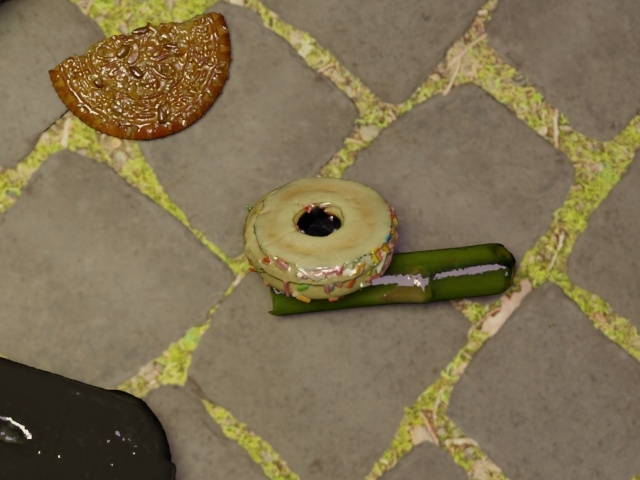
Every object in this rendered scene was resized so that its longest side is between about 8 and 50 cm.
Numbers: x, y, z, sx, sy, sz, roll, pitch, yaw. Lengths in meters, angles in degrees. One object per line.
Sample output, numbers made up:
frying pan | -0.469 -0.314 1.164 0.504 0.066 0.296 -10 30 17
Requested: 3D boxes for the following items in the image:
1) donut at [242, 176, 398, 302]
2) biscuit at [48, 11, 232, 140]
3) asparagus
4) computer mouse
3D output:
donut | 0.000 0.000 1.366 0.174 0.068 0.175 -3 42 2
biscuit | -0.186 -0.176 1.413 0.206 0.025 0.126 -22 87 -11
asparagus | 0.077 0.043 1.413 0.277 0.060 0.067 -4 63 -7
computer mouse | -0.308 0.215 1.294 0.323 0.116 0.183 18 65 -10
